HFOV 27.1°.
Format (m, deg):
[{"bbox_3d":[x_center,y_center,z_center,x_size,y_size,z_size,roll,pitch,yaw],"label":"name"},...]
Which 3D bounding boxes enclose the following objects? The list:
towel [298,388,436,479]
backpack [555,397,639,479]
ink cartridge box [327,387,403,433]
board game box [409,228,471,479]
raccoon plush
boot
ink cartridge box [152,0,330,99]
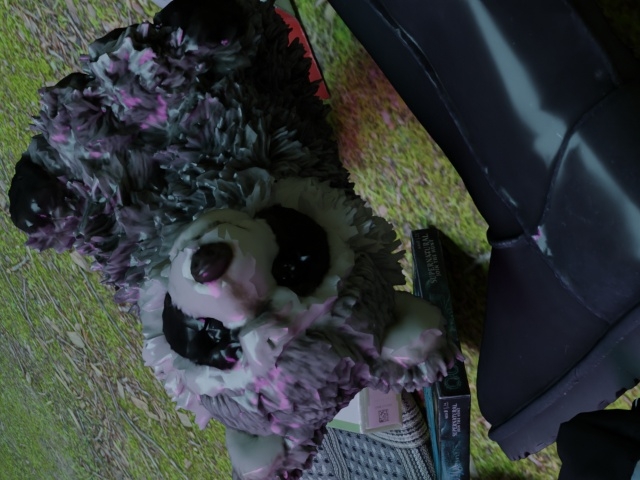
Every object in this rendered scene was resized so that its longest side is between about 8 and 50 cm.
[{"bbox_3d":[0.033,0.246,1.423,0.324,0.056,0.312,7,125,58],"label":"towel"},{"bbox_3d":[0.330,0.199,0.654,0.356,0.290,0.273,-16,62,47],"label":"backpack"},{"bbox_3d":[0.003,0.057,1.266,0.171,0.056,0.235,1,94,58],"label":"ink cartridge box"},{"bbox_3d":[0.096,0.097,1.073,0.186,0.026,0.126,-96,0,-48],"label":"board game box"},{"bbox_3d":[0.000,0.000,0.930,0.216,0.446,0.299,-46,72,24],"label":"raccoon plush"},{"bbox_3d":[0.080,-0.096,0.874,0.445,0.146,0.367,52,155,11],"label":"boot"},{"bbox_3d":[-0.098,-0.214,1.147,0.181,0.056,0.224,10,126,56],"label":"ink cartridge box"}]
